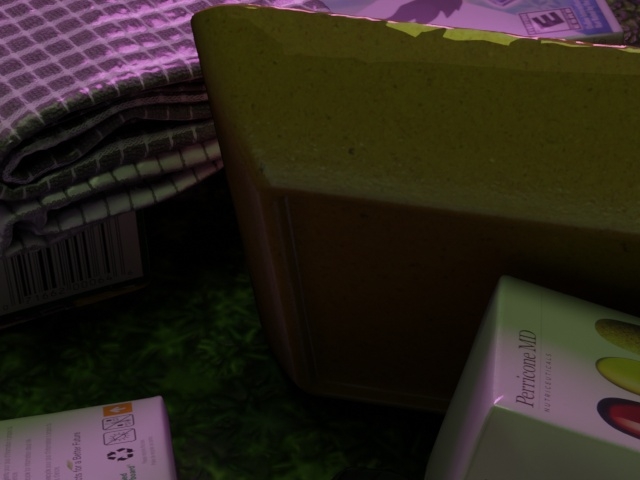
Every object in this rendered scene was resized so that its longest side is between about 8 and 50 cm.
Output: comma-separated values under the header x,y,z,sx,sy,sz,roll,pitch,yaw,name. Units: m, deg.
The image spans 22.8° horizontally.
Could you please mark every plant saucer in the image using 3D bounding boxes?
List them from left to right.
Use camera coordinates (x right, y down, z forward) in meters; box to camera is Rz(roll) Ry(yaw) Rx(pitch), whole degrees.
x,y,z,sx,sy,sz,roll,pitch,yaw,name
0.098,0.018,0.896,0.333,0.333,0.081,8,58,11,plant saucer

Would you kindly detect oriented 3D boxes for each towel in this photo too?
x,y,z,sx,sy,sz,roll,pitch,yaw,name
-0.144,-0.132,1.054,0.284,0.121,0.235,-25,47,-26,towel

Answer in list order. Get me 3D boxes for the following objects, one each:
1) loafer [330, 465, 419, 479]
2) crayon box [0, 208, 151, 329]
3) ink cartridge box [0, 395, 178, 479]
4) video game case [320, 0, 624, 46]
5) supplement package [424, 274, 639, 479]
x,y,z,sx,sy,sz,roll,pitch,yaw,name
-0.017,0.201,0.865,0.078,0.076,0.223,19,40,30,loafer
-0.343,-0.049,1.134,0.363,0.106,0.313,-16,43,-16,crayon box
-0.219,0.187,0.818,0.307,0.072,0.303,-10,21,-6,ink cartridge box
0.050,-0.227,1.276,0.300,0.036,0.329,-8,42,-7,video game case
0.181,0.136,0.790,0.244,0.134,0.139,17,27,-1,supplement package
